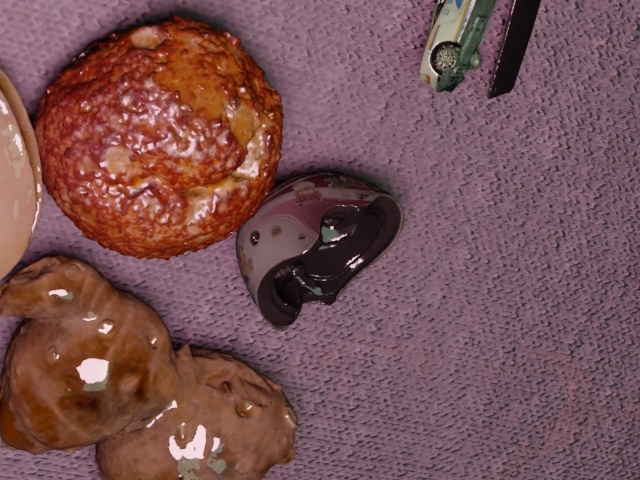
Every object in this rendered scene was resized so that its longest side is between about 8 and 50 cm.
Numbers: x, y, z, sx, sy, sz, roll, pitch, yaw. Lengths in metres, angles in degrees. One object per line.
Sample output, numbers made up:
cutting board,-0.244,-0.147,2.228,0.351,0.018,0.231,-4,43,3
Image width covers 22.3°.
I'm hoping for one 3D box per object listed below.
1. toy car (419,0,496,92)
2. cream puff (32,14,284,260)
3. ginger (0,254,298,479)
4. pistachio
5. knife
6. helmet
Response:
toy car,0.146,-0.236,1.610,0.093,0.058,0.186,-12,125,-66
cream puff,-0.143,-0.089,1.514,0.240,0.164,0.240,-5,108,-15
ginger,-0.188,0.168,1.600,0.256,0.176,0.375,-32,120,13
pistachio,-0.329,-0.062,1.474,0.152,0.126,0.223,-3,102,9
knife,0.212,-0.261,1.631,0.072,0.019,0.245,-25,133,-57
helmet,-0.015,-0.007,1.619,0.177,0.107,0.153,-29,150,-35
